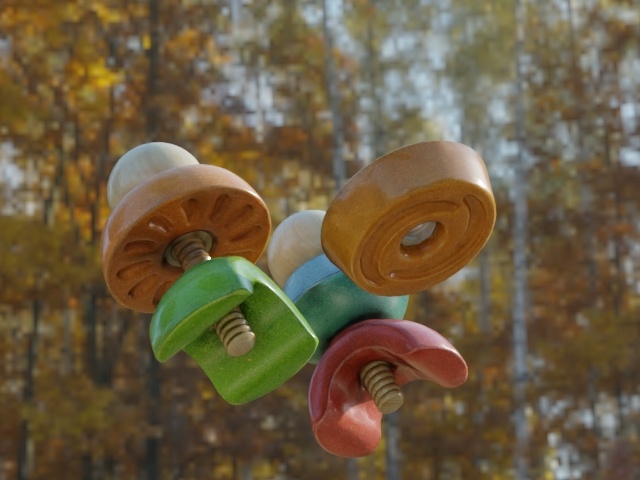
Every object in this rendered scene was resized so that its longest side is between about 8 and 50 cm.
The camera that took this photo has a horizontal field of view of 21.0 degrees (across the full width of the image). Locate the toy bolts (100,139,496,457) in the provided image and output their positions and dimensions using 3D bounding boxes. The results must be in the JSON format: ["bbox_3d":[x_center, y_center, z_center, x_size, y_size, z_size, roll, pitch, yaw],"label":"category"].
[{"bbox_3d":[0.000,0.000,1.031,0.218,0.158,0.228,-35,-38,8],"label":"toy bolts"}]
